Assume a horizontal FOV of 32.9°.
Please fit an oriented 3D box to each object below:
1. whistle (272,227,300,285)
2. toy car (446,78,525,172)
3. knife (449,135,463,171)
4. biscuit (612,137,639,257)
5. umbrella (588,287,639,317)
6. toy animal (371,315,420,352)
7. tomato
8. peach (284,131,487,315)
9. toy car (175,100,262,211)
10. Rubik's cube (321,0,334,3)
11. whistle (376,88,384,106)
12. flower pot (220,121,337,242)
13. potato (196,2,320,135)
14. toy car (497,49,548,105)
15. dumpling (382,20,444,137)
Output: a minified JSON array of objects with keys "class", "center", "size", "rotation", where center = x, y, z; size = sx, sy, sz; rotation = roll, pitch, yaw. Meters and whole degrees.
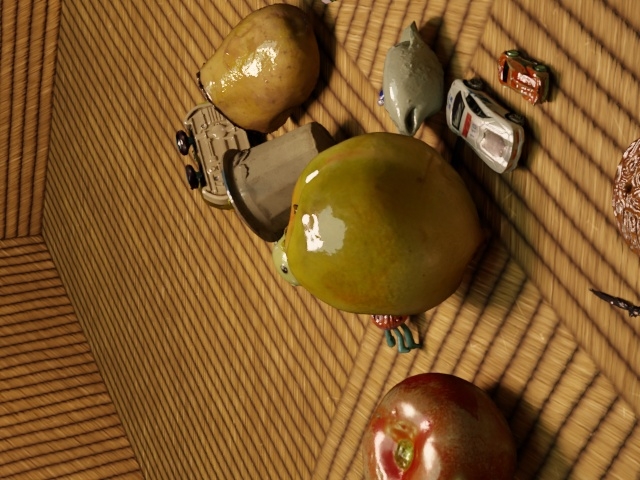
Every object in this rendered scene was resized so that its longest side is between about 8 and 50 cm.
[{"class":"whistle","center":[-0.010,0.001,2.205],"size":[0.294,0.141,0.141],"rotation":[-50,55,53]},{"class":"toy car","center":[0.257,-0.186,1.738],"size":[0.205,0.056,0.095],"rotation":[50,141,43]},{"class":"knife","center":[0.227,-0.116,1.861],"size":[0.023,0.010,0.170],"rotation":[40,132,42]},{"class":"biscuit","center":[0.456,-0.053,1.440],"size":[0.188,0.027,0.187],"rotation":[27,121,57]},{"class":"umbrella","center":[0.430,0.093,1.545],"size":[0.022,0.022,0.149],"rotation":[64,164,-20]},{"class":"toy animal","center":[0.144,0.105,2.021],"size":[0.103,0.100,0.208],"rotation":[-59,-34,-71]},{"class":"tomato","center":[0.209,0.358,1.822],"size":[0.270,0.223,0.270],"rotation":[-17,67,48]},{"class":"peach","center":[0.096,-0.013,1.809],"size":[0.314,0.316,0.281],"rotation":[-57,8,49]},{"class":"toy car","center":[-0.216,-0.184,2.516],"size":[0.198,0.204,0.248],"rotation":[93,161,-73]},{"class":"Rubik's cube","center":[0.017,-0.503,2.044],"size":[0.093,0.111,0.111],"rotation":[-48,53,25]},{"class":"whistle","center":[0.125,-0.271,1.981],"size":[0.033,0.029,0.083],"rotation":[56,144,7]},{"class":"flower pot","center":[-0.059,-0.133,2.159],"size":[0.203,0.212,0.212],"rotation":[-29,68,18]},{"class":"potato","center":[-0.099,-0.366,2.217],"size":[0.266,0.229,0.229],"rotation":[-34,68,43]},{"class":"toy car","center":[0.304,-0.250,1.653],"size":[0.122,0.035,0.059],"rotation":[43,138,47]},{"class":"dumpling","center":[0.164,-0.264,1.859],"size":[0.152,0.108,0.219],"rotation":[9,-93,-74]}]
